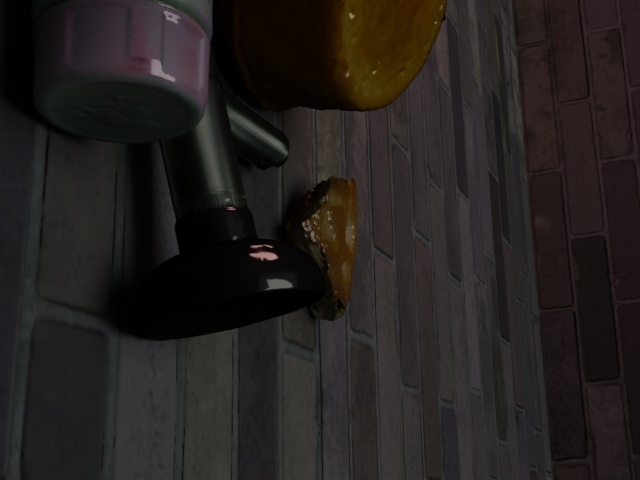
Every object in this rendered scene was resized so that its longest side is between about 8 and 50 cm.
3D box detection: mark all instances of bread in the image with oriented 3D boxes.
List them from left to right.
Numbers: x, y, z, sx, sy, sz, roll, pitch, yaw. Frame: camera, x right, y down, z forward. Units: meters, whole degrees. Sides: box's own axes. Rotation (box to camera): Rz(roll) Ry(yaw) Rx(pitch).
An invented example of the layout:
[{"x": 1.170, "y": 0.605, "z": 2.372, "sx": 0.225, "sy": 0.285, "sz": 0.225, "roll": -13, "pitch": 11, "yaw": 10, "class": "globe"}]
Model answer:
[{"x": 0.021, "y": -0.280, "z": 0.985, "sx": 0.312, "sy": 0.172, "sz": 0.312, "roll": -40, "pitch": 141, "yaw": -42, "class": "bread"}]

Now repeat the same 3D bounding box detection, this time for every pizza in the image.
[{"x": 0.000, "y": 0.000, "z": 1.081, "sx": 0.161, "sy": 0.062, "sz": 0.182, "roll": 37, "pitch": 54, "yaw": -69, "class": "pizza"}]

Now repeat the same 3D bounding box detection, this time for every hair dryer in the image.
[{"x": -0.057, "y": -0.064, "z": 0.848, "sx": 0.284, "sy": 0.156, "sz": 0.320, "roll": 21, "pitch": 54, "yaw": -53, "class": "hair dryer"}]

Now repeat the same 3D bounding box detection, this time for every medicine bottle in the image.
[{"x": -0.145, "y": -0.170, "z": 0.682, "sx": 0.135, "sy": 0.135, "sz": 0.168, "roll": 34, "pitch": 51, "yaw": -61, "class": "medicine bottle"}]
